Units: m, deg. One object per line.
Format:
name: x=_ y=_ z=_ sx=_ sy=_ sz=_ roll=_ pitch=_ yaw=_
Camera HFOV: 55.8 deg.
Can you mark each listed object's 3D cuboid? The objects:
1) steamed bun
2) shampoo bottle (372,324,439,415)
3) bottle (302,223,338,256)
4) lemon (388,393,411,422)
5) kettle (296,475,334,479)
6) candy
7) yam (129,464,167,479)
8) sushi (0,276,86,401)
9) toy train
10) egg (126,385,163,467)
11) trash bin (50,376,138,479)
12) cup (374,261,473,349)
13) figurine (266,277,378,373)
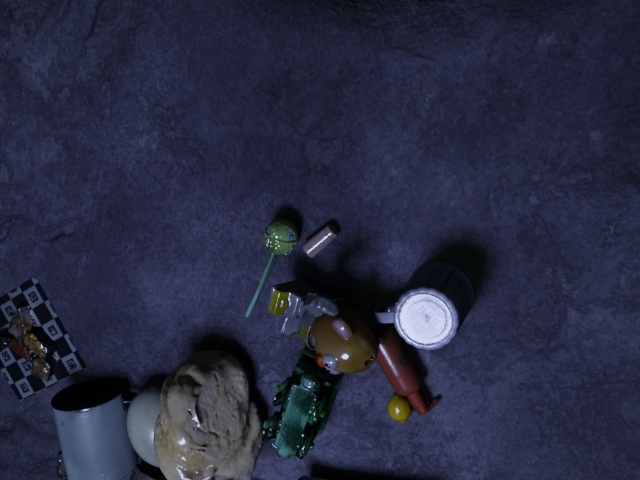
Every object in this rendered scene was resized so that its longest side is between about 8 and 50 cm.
steamed bun: x=-0.315 y=0.504 z=1.659 sx=0.230 sy=0.325 sz=0.372 roll=-17 pitch=95 yaw=39
shampoo bottle: x=0.209 y=0.337 z=1.553 sx=0.085 sy=0.085 sz=0.244 roll=-30 pitch=94 yaw=24
bottle: x=0.000 y=0.000 z=1.558 sx=0.096 sy=0.045 sz=0.045 roll=-40 pitch=89 yaw=23
lemon: x=0.209 y=0.441 z=1.589 sx=0.062 sy=0.062 sz=0.083 roll=-8 pitch=103 yaw=21
kettle: x=0.110 y=0.824 z=1.646 sx=0.376 sy=0.250 sz=0.361 roll=3 pitch=122 yaw=21
candy: x=-0.146 y=0.085 z=1.620 sx=0.092 sy=0.093 sz=0.335 roll=25 pitch=118 yaw=-1
yam: x=-0.552 y=0.836 z=1.861 sx=0.154 sy=0.154 sz=0.254 roll=10 pitch=65 yaw=17
sushi: x=-0.987 y=0.344 z=1.987 sx=0.359 sy=0.064 sz=0.343 roll=-27 pitch=94 yaw=24
toy train: x=-0.051 y=0.443 z=1.605 sx=0.145 sy=0.202 sz=0.266 roll=23 pitch=111 yaw=12
egg: x=-0.470 y=0.554 z=1.790 sx=0.186 sy=0.186 sz=0.253 roll=-19 pitch=93 yaw=23
trash bin: x=-0.689 y=0.588 z=1.860 sx=0.277 sy=0.217 sz=0.263 roll=-7 pitch=102 yaw=-3
cup: x=0.247 y=0.171 z=1.430 sx=0.167 sy=0.202 sz=0.221 roll=46 pitch=113 yaw=6
figurine: x=0.020 y=0.221 z=1.500 sx=0.285 sy=0.342 sz=0.167 roll=29 pitch=88 yaw=31
